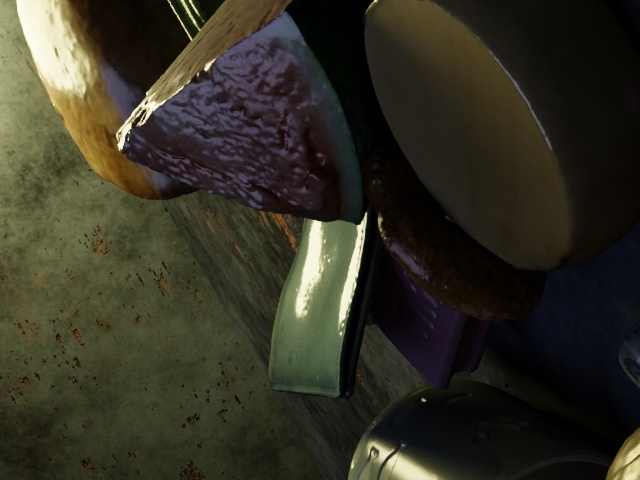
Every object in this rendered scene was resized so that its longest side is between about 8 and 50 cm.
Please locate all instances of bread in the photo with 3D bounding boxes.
[{"bbox_3d":[0.118,-0.014,1.007,0.064,0.193,0.193,-47,71,31],"label":"bread"}]

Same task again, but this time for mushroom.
[{"bbox_3d":[-0.283,-0.267,1.680,0.314,0.224,0.397,38,156,61],"label":"mushroom"}]

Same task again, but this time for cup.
[{"bbox_3d":[0.144,0.329,1.259,0.259,0.356,0.274,47,174,-25],"label":"cup"}]

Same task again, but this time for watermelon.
[{"bbox_3d":[-0.026,-0.133,1.145,0.222,0.292,0.319,46,127,-13],"label":"watermelon"}]

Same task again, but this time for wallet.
[{"bbox_3d":[0.015,0.027,1.290,0.054,0.290,0.251,16,169,-12],"label":"wallet"}]

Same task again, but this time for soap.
[{"bbox_3d":[0.120,0.043,1.191,0.122,0.066,0.203,46,148,30],"label":"soap"}]

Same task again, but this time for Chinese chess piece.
[{"bbox_3d":[0.136,-0.098,0.859,0.251,0.097,0.251,51,165,20],"label":"Chinese chess piece"}]

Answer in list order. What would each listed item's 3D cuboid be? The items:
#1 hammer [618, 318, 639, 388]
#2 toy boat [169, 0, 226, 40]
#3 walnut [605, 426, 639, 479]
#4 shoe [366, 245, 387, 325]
[{"bbox_3d":[0.275,0.062,0.826,0.116,0.070,0.194,49,156,32],"label":"hammer"},{"bbox_3d":[-0.094,-0.225,1.401,0.293,0.093,0.055,55,148,9],"label":"toy boat"},{"bbox_3d":[0.283,0.194,0.744,0.228,0.228,0.228,52,166,19],"label":"walnut"},{"bbox_3d":[0.065,0.052,1.390,0.099,0.126,0.227,64,167,-17],"label":"shoe"}]
